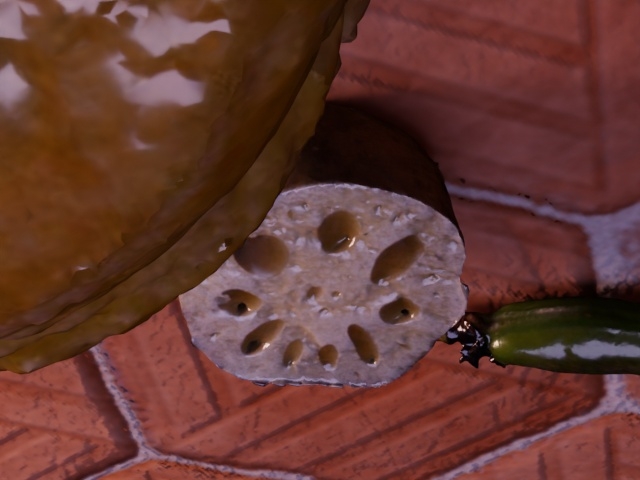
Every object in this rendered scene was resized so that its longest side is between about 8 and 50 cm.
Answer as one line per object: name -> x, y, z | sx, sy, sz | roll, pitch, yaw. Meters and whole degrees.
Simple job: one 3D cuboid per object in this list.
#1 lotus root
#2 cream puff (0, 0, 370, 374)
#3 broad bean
lotus root -> 0.000, -0.002, 0.673 | 0.122, 0.081, 0.112 | 5, 137, -4
cream puff -> -0.141, -0.122, 0.420 | 0.343, 0.231, 0.327 | 30, 124, -21
broad bean -> 0.203, 0.054, 0.761 | 0.297, 0.043, 0.060 | 8, 149, -6
